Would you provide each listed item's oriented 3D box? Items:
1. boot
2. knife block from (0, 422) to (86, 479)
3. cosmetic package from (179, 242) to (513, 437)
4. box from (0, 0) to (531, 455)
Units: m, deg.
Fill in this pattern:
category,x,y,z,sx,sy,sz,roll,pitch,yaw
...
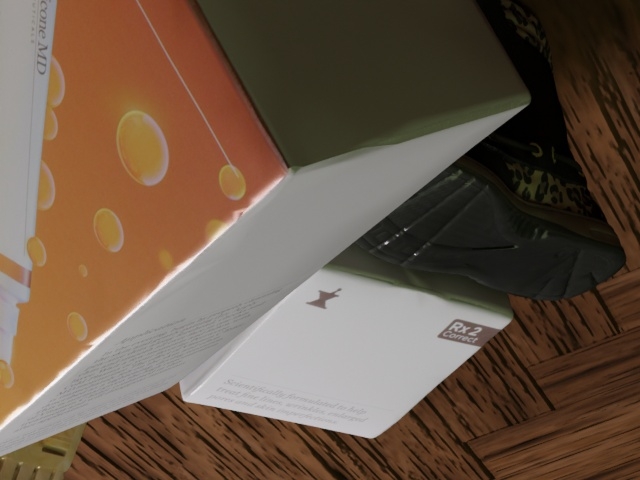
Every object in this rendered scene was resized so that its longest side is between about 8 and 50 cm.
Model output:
category,x,y,z,sx,sy,sz,roll,pitch,yaw
boot,0.073,-0.072,1.063,0.236,0.178,0.085,21,136,-41
knife block,-0.274,0.141,1.279,0.088,0.242,0.275,20,90,-37
cosmetic package,0.000,0.000,1.138,0.151,0.183,0.151,15,137,-33
box,-0.100,-0.059,0.921,0.168,0.215,0.345,-20,166,-44
